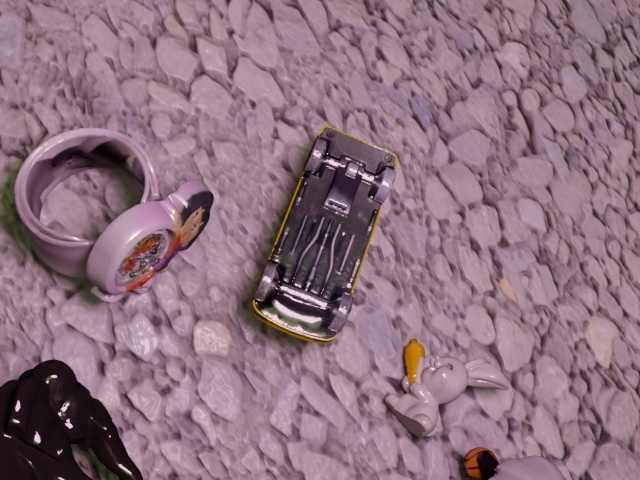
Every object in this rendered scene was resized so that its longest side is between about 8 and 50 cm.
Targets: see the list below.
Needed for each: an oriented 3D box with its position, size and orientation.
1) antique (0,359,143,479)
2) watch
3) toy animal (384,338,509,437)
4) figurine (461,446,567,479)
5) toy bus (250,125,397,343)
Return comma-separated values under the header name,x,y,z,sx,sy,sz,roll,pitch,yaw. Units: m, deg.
name,x,y,z,sx,sy,sz,roll,pitch,yaw
antique,-0.404,0.315,1.281,0.322,0.185,0.255,-23,85,-34
watch,-0.307,-0.050,1.436,0.231,0.196,0.244,37,66,17
toy animal,0.195,0.227,1.561,0.181,0.131,0.127,-42,123,-15
figurine,0.283,0.393,1.454,0.133,0.236,0.176,-18,83,-20
toy bus,0.000,0.000,1.511,0.144,0.152,0.330,23,68,-5
